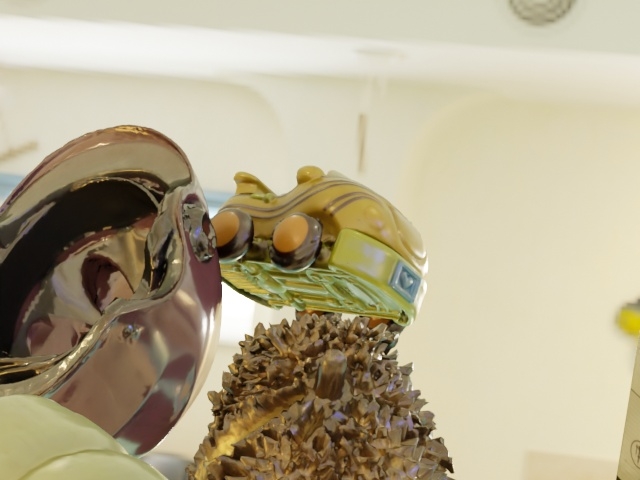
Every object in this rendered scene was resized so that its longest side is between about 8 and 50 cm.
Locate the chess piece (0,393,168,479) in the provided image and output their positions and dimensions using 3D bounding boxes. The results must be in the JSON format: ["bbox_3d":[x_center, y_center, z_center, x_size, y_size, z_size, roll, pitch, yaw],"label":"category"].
[{"bbox_3d":[-0.097,0.262,1.052,0.442,0.234,0.234,26,9,37],"label":"chess piece"}]

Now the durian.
[{"bbox_3d":[-0.004,0.129,0.867,0.167,0.196,0.196,-6,0,-17],"label":"durian"}]

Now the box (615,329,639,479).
[{"bbox_3d":[0.288,0.175,1.258,0.035,0.245,0.139,-9,27,-21],"label":"box"}]

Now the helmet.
[{"bbox_3d":[-0.205,0.071,1.492,0.271,0.338,0.197,-13,-52,23],"label":"helmet"}]

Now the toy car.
[{"bbox_3d":[0.000,0.000,1.617,0.248,0.142,0.200,6,-23,34],"label":"toy car"}]
